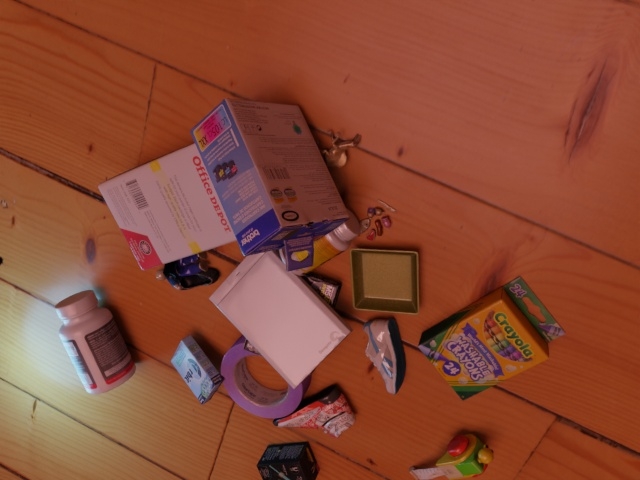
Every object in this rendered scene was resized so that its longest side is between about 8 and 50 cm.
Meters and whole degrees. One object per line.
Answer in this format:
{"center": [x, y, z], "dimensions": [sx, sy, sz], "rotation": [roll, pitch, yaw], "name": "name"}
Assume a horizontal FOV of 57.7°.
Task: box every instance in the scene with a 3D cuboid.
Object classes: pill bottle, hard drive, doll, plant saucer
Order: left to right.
{"center": [-0.760, 0.335, 1.943], "dimensions": [0.176, 0.176, 0.319], "rotation": [-11, 107, 23], "name": "pill bottle"}
{"center": [-0.434, 0.089, 1.785], "dimensions": [0.188, 0.046, 0.129], "rotation": [-16, 74, 25], "name": "doll"}
{"center": [-0.114, 0.205, 1.619], "dimensions": [0.353, 0.047, 0.233], "rotation": [45, 100, 8], "name": "hard drive"}
{"center": [0.000, 0.000, 1.564], "dimensions": [0.214, 0.117, 0.117], "rotation": [-32, 98, 28], "name": "pill bottle"}
{"center": [0.179, 0.104, 1.584], "dimensions": [0.188, 0.045, 0.189], "rotation": [3, 112, 19], "name": "plant saucer"}

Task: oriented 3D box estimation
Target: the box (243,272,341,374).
{"center": [-0.081, 0.219, 1.667], "dimensions": [0.216, 0.060, 0.270], "rotation": [18, 95, 12], "name": "box"}

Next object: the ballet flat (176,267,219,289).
{"center": [-0.391, 0.121, 1.793], "dimensions": [0.173, 0.049, 0.058], "rotation": [-16, 103, 25], "name": "ballet flat"}

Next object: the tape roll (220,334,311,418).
{"center": [-0.170, 0.416, 1.815], "dimensions": [0.274, 0.090, 0.275], "rotation": [7, 114, 16], "name": "tape roll"}

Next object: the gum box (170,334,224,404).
{"center": [-0.401, 0.419, 1.876], "dimensions": [0.184, 0.041, 0.157], "rotation": [49, 136, 14], "name": "gum box"}

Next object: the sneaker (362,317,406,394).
{"center": [0.184, 0.331, 1.661], "dimensions": [0.092, 0.087, 0.229], "rotation": [-5, 103, 29], "name": "sneaker"}

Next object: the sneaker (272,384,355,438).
{"center": [-0.018, 0.569, 1.822], "dimensions": [0.270, 0.090, 0.145], "rotation": [-32, 96, 25], "name": "sneaker"}

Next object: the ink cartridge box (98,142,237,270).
{"center": [-0.380, -0.109, 1.630], "dimensions": [0.384, 0.160, 0.280], "rotation": [-16, 106, 25], "name": "ink cartridge box"}

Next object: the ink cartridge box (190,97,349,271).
{"center": [-0.103, -0.127, 1.387], "dimensions": [0.151, 0.269, 0.396], "rotation": [-34, 75, 36], "name": "ink cartridge box"}

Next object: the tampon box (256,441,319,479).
{"center": [-0.105, 0.751, 1.923], "dimensions": [0.160, 0.101, 0.121], "rotation": [-13, 107, 23], "name": "tampon box"}

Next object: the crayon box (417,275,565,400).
{"center": [0.448, 0.265, 1.533], "dimensions": [0.323, 0.083, 0.203], "rotation": [-37, 96, 28], "name": "crayon box"}

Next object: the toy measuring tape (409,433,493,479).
{"center": [0.393, 0.643, 1.720], "dimensions": [0.121, 0.121, 0.330], "rotation": [46, 141, -3], "name": "toy measuring tape"}

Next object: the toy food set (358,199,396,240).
{"center": [0.147, -0.044, 1.548], "dimensions": [0.077, 0.019, 0.122], "rotation": [32, 118, 5], "name": "toy food set"}

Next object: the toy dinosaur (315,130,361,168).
{"center": [0.022, -0.219, 1.502], "dimensions": [0.092, 0.053, 0.183], "rotation": [45, 119, -4], "name": "toy dinosaur"}
